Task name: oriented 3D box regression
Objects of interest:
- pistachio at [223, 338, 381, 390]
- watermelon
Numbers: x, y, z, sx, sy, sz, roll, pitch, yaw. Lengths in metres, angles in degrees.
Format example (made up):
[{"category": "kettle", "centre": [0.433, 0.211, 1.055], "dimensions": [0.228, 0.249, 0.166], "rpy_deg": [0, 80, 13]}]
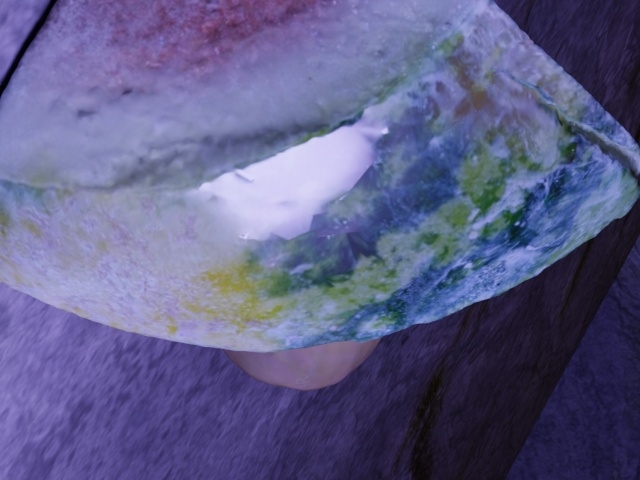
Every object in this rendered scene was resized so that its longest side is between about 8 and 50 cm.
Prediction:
[{"category": "pistachio", "centre": [0.000, 0.000, 1.150], "dimensions": [0.129, 0.131, 0.206], "rpy_deg": [-116, -144, -53]}, {"category": "watermelon", "centre": [-0.010, -0.066, 0.852], "dimensions": [0.193, 0.310, 0.232], "rpy_deg": [39, 45, -75]}]
